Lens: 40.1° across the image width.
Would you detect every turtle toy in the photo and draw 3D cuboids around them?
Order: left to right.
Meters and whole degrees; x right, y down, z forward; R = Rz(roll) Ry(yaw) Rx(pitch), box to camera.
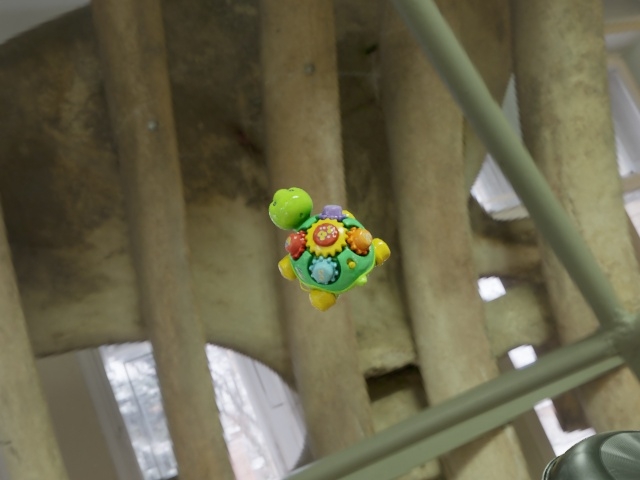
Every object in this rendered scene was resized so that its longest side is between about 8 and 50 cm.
[{"bbox_3d":[0.000,0.000,0.853,0.095,0.130,0.066,-40,-30,-13],"label":"turtle toy"}]

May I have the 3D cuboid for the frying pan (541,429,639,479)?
[{"bbox_3d":[0.202,0.191,0.615,0.326,0.053,0.197,4,18,-21],"label":"frying pan"}]
